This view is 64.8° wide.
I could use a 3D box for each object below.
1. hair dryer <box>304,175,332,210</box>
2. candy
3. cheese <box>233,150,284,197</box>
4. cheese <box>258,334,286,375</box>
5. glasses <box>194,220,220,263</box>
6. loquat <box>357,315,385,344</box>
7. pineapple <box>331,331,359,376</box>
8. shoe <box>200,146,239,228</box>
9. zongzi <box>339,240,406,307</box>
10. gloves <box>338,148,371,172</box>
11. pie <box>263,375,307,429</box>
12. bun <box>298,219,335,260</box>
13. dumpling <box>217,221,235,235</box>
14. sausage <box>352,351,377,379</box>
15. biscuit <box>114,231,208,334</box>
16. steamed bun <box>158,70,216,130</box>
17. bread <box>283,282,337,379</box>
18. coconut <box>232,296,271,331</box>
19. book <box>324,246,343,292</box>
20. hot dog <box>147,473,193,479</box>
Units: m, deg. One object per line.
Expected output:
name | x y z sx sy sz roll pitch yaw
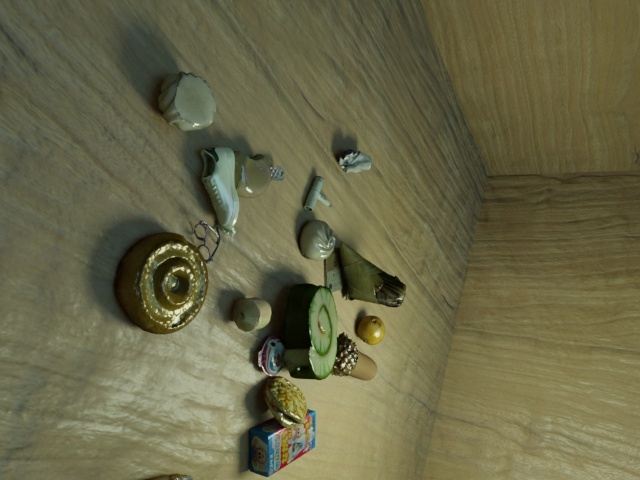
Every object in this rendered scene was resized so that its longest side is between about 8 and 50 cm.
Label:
hair dryer | 0.004 -0.160 2.146 0.183 0.044 0.154 50 54 -49
candy | -0.140 0.763 1.934 0.306 0.100 0.157 -1 94 -55
cheese | -0.218 -0.237 1.779 0.286 0.082 0.163 -19 108 -57
cheese | -0.156 0.434 1.923 0.244 0.062 0.155 7 85 -56
glasses | -0.344 -0.005 1.619 0.104 0.063 0.139 -24 112 -54
loquat | 0.248 0.437 2.453 0.141 0.141 0.141 -5 96 -56
pineapple | 0.091 0.492 2.204 0.166 0.166 0.193 42 46 -49
shoe | -0.333 -0.170 1.608 0.110 0.095 0.264 -1 88 -50
zongzi | 0.228 0.146 2.238 0.154 0.290 0.317 -59 145 -41
gloves | 0.149 -0.361 2.296 0.229 0.097 0.119 0 79 -58
pie | -0.131 0.607 1.892 0.205 0.084 0.178 44 17 -29
bun | 0.000 0.000 2.077 0.173 0.120 0.172 -4 95 -58
dumpling | -0.314 -0.052 1.680 0.060 0.043 0.077 -9 104 -33
sausage | 0.176 0.584 2.368 0.253 0.123 0.123 37 62 -51
biscuit | -0.440 0.123 1.455 0.296 0.102 0.296 1 89 -55
steamed bun | -0.397 -0.405 1.479 0.183 0.106 0.182 3 87 -54
bread | -0.041 0.362 1.977 0.381 0.129 0.366 -69 149 -47
coconut | -0.241 0.256 1.740 0.122 0.116 0.116 8 85 -61
book | 0.061 0.134 2.264 0.139 0.016 0.198 -11 101 -55
hot dog | -0.468 0.755 1.480 0.253 0.069 0.131 26 80 -51
